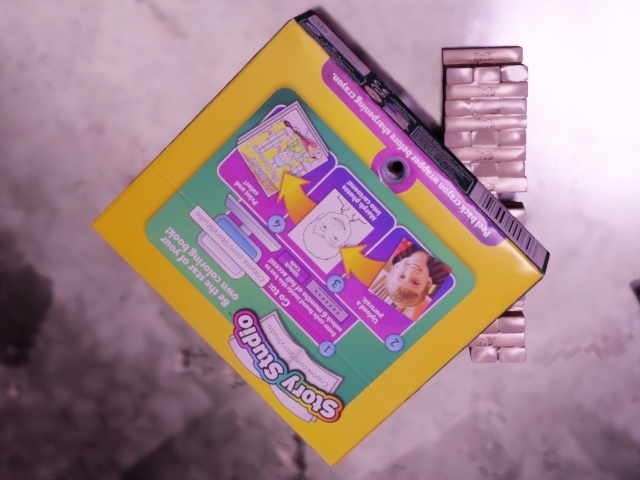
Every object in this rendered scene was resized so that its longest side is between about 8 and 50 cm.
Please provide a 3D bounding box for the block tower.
[{"bbox_3d":[0.177,-0.039,1.709,0.091,0.097,0.335,-1,99,2],"label":"block tower"}]

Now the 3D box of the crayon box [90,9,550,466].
[{"bbox_3d":[0.000,0.000,1.645,0.363,0.106,0.313,46,108,-2],"label":"crayon box"}]
